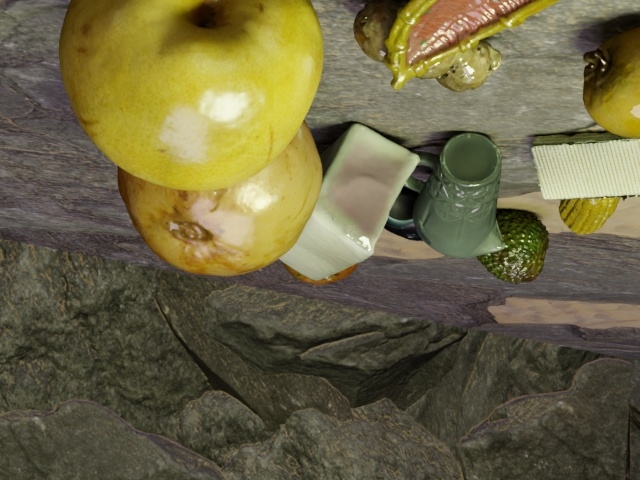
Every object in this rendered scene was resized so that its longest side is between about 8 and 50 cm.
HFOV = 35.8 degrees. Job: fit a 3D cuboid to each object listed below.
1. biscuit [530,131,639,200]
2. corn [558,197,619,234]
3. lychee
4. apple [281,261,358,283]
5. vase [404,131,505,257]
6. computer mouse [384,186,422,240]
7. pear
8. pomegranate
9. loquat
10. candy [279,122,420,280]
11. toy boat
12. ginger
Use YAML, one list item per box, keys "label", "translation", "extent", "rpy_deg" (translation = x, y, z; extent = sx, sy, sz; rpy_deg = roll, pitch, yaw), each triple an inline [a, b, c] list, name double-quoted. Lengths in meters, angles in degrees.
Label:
- label: "biscuit"
  translation: [0.449, -0.121, 1.606]
  extent: [0.200, 0.040, 0.121]
  rpy_deg: [0, 129, 30]
- label: "corn"
  translation: [0.487, -0.077, 1.779]
  extent: [0.097, 0.097, 0.261]
  rpy_deg: [6, 166, 4]
- label: "lychee"
  translation: [0.396, 0.008, 2.091]
  extent: [0.171, 0.171, 0.171]
  rpy_deg: [7, 168, 2]
- label: "apple"
  translation: [0.000, 0.000, 2.219]
  extent: [0.196, 0.195, 0.196]
  rpy_deg: [7, 168, 2]
- label: "vase"
  translation: [0.242, -0.093, 1.777]
  extent: [0.251, 0.156, 0.301]
  rpy_deg: [31, 165, 11]
- label: "computer mouse"
  translation: [0.203, -0.052, 2.046]
  extent: [0.233, 0.096, 0.137]
  rpy_deg: [1, 166, 32]
- label: "pear"
  translation: [-0.149, -0.204, 1.139]
  extent: [0.315, 0.314, 0.314]
  rpy_deg: [7, 168, 2]
- label: "pomegranate"
  translation: [-0.148, -0.117, 1.542]
  extent: [0.338, 0.338, 0.338]
  rpy_deg: [7, 168, 2]
- label: "loquat"
  translation: [0.396, -0.192, 1.212]
  extent: [0.163, 0.137, 0.163]
  rpy_deg: [14, -174, -1]
- label: "candy"
  translation: [0.028, -0.062, 1.809]
  extent: [0.145, 0.208, 0.359]
  rpy_deg: [30, 164, -10]
- label: "toy boat"
  translation: [0.176, -0.258, 1.091]
  extent: [0.141, 0.099, 0.318]
  rpy_deg: [13, 162, -33]
- label: "ginger"
  translation: [0.131, -0.244, 1.257]
  extent: [0.204, 0.080, 0.104]
  rpy_deg: [15, 172, -36]
